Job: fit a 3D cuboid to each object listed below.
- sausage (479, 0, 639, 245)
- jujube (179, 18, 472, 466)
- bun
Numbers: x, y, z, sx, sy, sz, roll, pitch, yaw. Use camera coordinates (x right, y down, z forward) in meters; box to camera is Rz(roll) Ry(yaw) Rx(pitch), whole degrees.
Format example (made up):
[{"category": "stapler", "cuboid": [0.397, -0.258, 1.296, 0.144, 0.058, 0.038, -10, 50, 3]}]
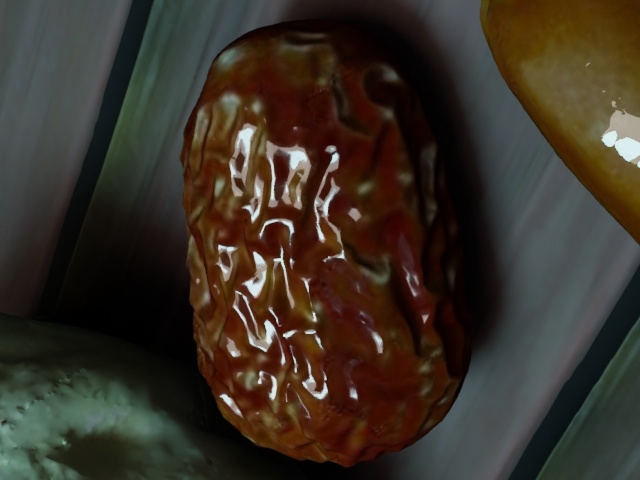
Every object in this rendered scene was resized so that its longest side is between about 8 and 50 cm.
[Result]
[{"category": "sausage", "cuboid": [0.173, 0.007, 0.581, 0.300, 0.089, 0.083, 45, 124, 7]}, {"category": "jujube", "cuboid": [0.000, 0.000, 0.691, 0.112, 0.109, 0.176, -8, 103, -1]}, {"category": "bun", "cuboid": [-0.097, 0.132, 0.771, 0.273, 0.168, 0.273, 41, 168, 11]}]
